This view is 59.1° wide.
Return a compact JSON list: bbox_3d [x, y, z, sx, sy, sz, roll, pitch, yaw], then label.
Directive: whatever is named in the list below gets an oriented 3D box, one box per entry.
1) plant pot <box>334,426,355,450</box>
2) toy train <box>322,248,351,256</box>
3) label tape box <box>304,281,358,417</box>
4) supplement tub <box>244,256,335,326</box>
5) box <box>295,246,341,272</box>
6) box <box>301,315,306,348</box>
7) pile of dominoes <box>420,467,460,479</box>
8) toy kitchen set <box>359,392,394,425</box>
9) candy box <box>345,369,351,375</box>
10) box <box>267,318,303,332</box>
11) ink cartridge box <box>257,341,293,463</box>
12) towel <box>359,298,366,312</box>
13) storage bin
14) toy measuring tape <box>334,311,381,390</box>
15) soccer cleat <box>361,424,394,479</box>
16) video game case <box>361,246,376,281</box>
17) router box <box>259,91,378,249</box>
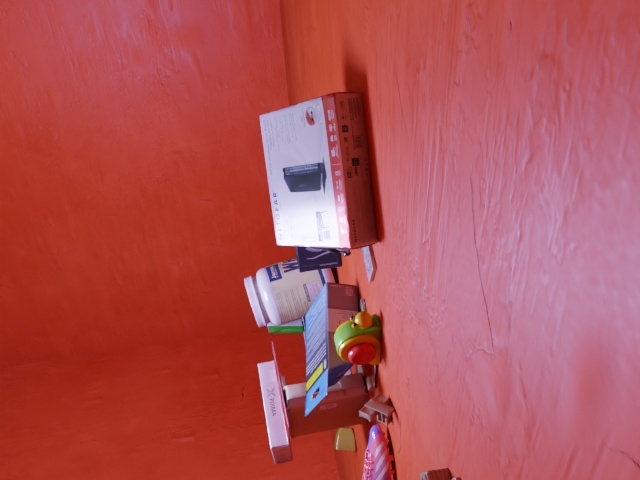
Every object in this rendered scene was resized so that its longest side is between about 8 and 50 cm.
[{"bbox_3d":[0.102,0.807,2.305,0.081,0.081,0.083,107,167,-77],"label":"plant pot"},{"bbox_3d":[0.031,-0.060,1.570,0.334,0.142,0.190,-146,36,-80],"label":"toy train"},{"bbox_3d":[0.032,0.327,1.658,0.241,0.105,0.334,118,156,-54],"label":"label tape box"},{"bbox_3d":[-0.112,0.191,2.185,0.235,0.324,0.236,162,90,-84],"label":"supplement tub"},{"bbox_3d":[-0.015,-0.009,1.942,0.108,0.153,0.207,-108,12,-63],"label":"box"},{"bbox_3d":[0.020,0.350,2.052,0.093,0.158,0.156,99,163,-69],"label":"box"},{"bbox_3d":[0.212,0.505,0.910,0.196,0.040,0.251,94,168,-63],"label":"pile of dominoes"},{"bbox_3d":[0.147,0.429,1.360,0.068,0.083,0.075,12,116,40],"label":"toy kitchen set"},{"bbox_3d":[0.076,0.523,2.179,0.196,0.070,0.165,91,169,-56],"label":"candy box"},{"bbox_3d":[-0.087,0.261,2.355,0.127,0.261,0.231,94,175,-65],"label":"box"},{"bbox_3d":[-0.148,0.515,1.791,0.261,0.066,0.296,88,170,-49],"label":"ink cartridge box"},{"bbox_3d":[0.120,0.203,1.588,0.083,0.009,0.060,91,169,-63],"label":"towel"},{"bbox_3d":[0.011,0.516,1.843,0.260,0.262,0.123,88,171,-47],"label":"storage bin"},{"bbox_3d":[0.093,0.294,1.457,0.330,0.121,0.121,88,172,-45],"label":"toy measuring tape"},{"bbox_3d":[0.143,0.608,1.473,0.083,0.095,0.248,-145,48,-83],"label":"soccer cleat"},{"bbox_3d":[0.115,0.030,1.384,0.087,0.011,0.122,93,168,-64],"label":"video game case"},{"bbox_3d":[-0.011,-0.152,1.329,0.301,0.082,0.336,1,100,52],"label":"router box"}]
